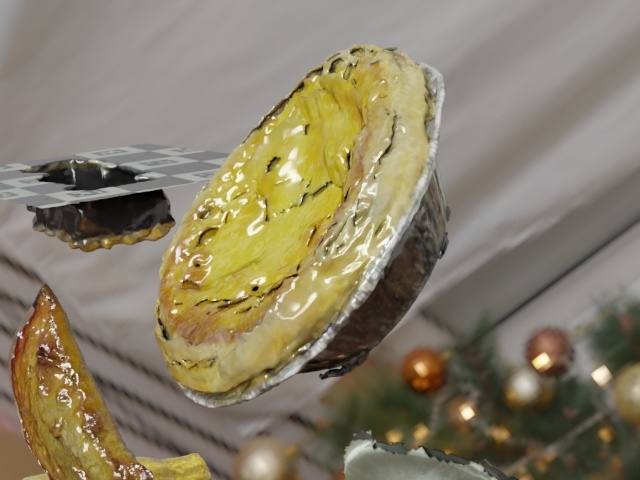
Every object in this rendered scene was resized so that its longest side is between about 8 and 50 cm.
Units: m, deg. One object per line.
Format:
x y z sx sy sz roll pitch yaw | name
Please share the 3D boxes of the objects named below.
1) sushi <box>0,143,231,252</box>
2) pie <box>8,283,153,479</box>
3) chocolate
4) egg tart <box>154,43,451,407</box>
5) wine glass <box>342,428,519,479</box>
-0.142 -0.022 1.255 0.192 0.215 0.050 -11 102 -33 | sushi
-0.160 0.125 1.203 0.033 0.088 0.191 -3 47 -40 | pie
-0.203 0.254 1.898 0.219 0.085 0.085 -12 63 -42 | chocolate
0.000 0.000 1.054 0.094 0.234 0.234 37 25 -23 | egg tart
0.050 0.349 1.603 0.190 0.190 0.357 40 52 -28 | wine glass
